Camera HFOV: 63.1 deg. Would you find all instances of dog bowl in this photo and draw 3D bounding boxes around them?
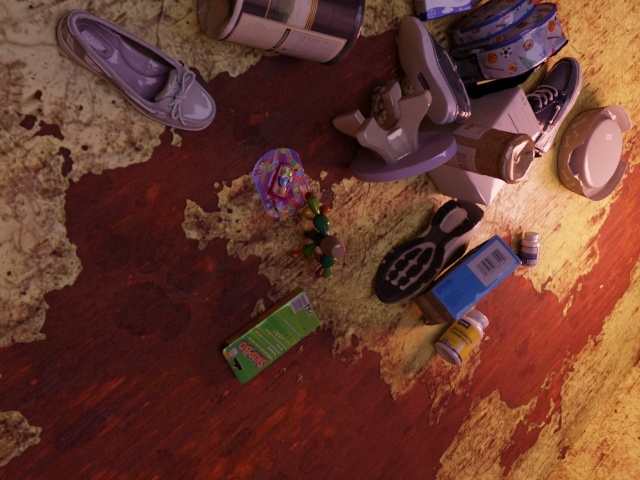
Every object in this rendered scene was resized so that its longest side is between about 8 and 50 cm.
[{"bbox_3d":[1.010,-0.324,1.924,0.349,0.102,0.348,-12,110,-33],"label":"dog bowl"}]

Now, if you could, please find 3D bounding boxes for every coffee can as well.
[{"bbox_3d":[-0.078,-0.477,1.041,0.275,0.201,0.201,-1,105,-35],"label":"coffee can"}]

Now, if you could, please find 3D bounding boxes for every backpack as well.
[{"bbox_3d":[0.505,-0.540,1.397,0.276,0.263,0.213,-46,125,-14],"label":"backpack"}]

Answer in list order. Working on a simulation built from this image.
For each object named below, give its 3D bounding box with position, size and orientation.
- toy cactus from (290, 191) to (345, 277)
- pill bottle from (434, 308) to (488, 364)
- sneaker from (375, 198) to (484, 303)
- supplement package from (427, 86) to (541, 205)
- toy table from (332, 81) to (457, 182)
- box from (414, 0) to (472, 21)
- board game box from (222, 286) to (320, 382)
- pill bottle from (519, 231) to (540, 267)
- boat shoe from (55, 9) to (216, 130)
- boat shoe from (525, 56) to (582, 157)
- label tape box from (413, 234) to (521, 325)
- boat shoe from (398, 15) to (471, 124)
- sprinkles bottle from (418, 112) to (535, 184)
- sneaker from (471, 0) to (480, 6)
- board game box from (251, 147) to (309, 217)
[{"bbox_3d":[0.000,0.000,1.262,0.112,0.180,0.218,-5,106,-20],"label":"toy cactus"},{"bbox_3d":[0.475,0.319,1.740,0.184,0.103,0.103,-43,124,-18],"label":"pill bottle"},{"bbox_3d":[0.337,0.065,1.553,0.410,0.158,0.182,-40,141,-13],"label":"sneaker"},{"bbox_3d":[0.458,-0.275,1.499,0.293,0.177,0.175,-52,127,-10],"label":"supplement package"},{"bbox_3d":[0.171,-0.257,1.254,0.160,0.274,0.252,60,30,-29],"label":"toy table"},{"bbox_3d":[0.305,-0.640,1.317,0.126,0.072,0.137,-16,115,-5],"label":"box"},{"bbox_3d":[-0.125,0.242,1.333,0.259,0.039,0.124,-36,121,-24],"label":"board game box"},{"bbox_3d":[0.753,0.032,1.872,0.067,0.067,0.120,-13,112,-32],"label":"pill bottle"},{"bbox_3d":[-0.327,-0.310,0.977,0.320,0.103,0.118,34,83,-37],"label":"boat shoe"},{"bbox_3d":[0.713,-0.442,1.658,0.158,0.127,0.340,15,96,-45],"label":"boat shoe"},{"bbox_3d":[0.410,0.131,1.552,0.249,0.347,0.115,-39,84,-9],"label":"label tape box"},{"bbox_3d":[0.289,-0.429,1.305,0.102,0.108,0.301,-12,71,-26],"label":"boat shoe"},{"bbox_3d":[0.354,-0.241,1.319,0.121,0.355,0.121,-17,120,-32],"label":"sprinkles bottle"},{"bbox_3d":[0.475,-0.731,1.400,0.319,0.131,0.112,-46,125,-15],"label":"sneaker"},{"bbox_3d":[-0.085,-0.136,1.247,0.133,0.033,0.168,-31,120,-24],"label":"board game box"}]
